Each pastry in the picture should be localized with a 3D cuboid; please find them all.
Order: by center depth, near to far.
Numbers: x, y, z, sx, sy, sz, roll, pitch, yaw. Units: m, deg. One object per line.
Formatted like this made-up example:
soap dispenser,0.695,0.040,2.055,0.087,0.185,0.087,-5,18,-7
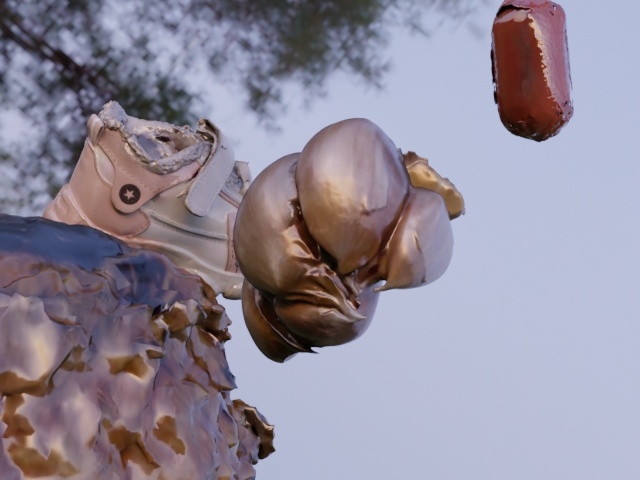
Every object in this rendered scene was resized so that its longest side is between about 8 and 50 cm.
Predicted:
pastry,-0.250,0.133,0.931,0.292,0.405,0.337,19,-49,61

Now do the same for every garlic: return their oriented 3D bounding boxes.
garlic,0.000,0.000,1.159,0.214,0.191,0.160,-28,-82,30

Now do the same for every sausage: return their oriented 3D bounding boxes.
sausage,0.200,-0.164,1.315,0.076,0.141,0.076,-3,-3,0

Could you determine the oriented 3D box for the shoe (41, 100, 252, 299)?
shoe,-0.158,-0.050,1.738,0.351,0.198,0.172,5,30,-34
